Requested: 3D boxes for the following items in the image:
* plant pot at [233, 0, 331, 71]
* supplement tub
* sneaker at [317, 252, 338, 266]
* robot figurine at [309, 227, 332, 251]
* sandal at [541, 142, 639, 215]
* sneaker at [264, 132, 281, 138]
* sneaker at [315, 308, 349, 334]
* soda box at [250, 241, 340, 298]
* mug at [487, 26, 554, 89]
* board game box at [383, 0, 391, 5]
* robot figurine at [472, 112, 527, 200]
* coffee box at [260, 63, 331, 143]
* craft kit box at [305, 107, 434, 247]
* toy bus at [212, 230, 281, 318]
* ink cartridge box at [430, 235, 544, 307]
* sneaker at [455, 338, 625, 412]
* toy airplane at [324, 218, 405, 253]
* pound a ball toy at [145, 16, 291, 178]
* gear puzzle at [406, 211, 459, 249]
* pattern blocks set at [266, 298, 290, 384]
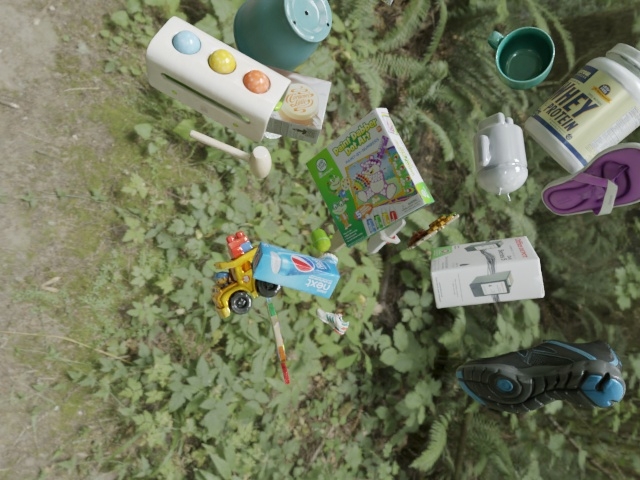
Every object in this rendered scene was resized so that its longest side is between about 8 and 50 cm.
[{"bbox_3d":[-0.106,-0.704,1.498,0.271,0.255,0.272,0,90,-38],"label":"plant pot"},{"bbox_3d":[0.813,-0.385,1.361,0.235,0.325,0.235,36,25,-19],"label":"supplement tub"},{"bbox_3d":[-0.023,0.097,1.350,0.063,0.162,0.073,42,33,-34],"label":"sneaker"},{"bbox_3d":[0.000,0.000,1.854,0.115,0.101,0.067,62,0,45],"label":"robot figurine"},{"bbox_3d":[0.771,-0.134,1.288,0.102,0.169,0.416,-42,175,-13],"label":"sandal"},{"bbox_3d":[-0.171,-0.406,1.703,0.134,0.070,0.051,-27,108,-35],"label":"sneaker"},{"bbox_3d":[0.055,0.336,1.995,0.075,0.161,0.057,-57,161,13],"label":"sneaker"},{"bbox_3d":[-0.063,0.075,1.138,0.209,0.067,0.071,17,112,-22],"label":"soda box"},{"bbox_3d":[0.495,-0.451,1.122,0.097,0.129,0.158,-2,76,-66],"label":"mug"},{"bbox_3d":[0.164,-0.524,0.835,0.154,0.026,0.103,-58,-177,9],"label":"board game box"},{"bbox_3d":[0.751,-0.346,1.915,0.299,0.199,0.354,7,75,-35],"label":"robot figurine"},{"bbox_3d":[-0.110,-0.363,1.201,0.098,0.246,0.141,129,-26,-77],"label":"coffee box"},{"bbox_3d":[0.110,-0.143,1.101,0.060,0.249,0.247,-15,77,-50],"label":"craft kit box"},{"bbox_3d":[-0.234,0.090,1.316,0.220,0.149,0.212,-31,100,-21],"label":"toy bus"},{"bbox_3d":[0.453,0.085,1.272,0.198,0.272,0.115,-53,132,-67],"label":"ink cartridge box"},{"bbox_3d":[0.480,0.297,1.025,0.140,0.340,0.125,-46,119,-51],"label":"sneaker"},{"bbox_3d":[0.197,-0.133,1.881,0.272,0.385,0.385,-19,110,-67],"label":"toy airplane"},{"bbox_3d":[-0.204,-0.300,0.945,0.208,0.319,0.136,-64,-175,-26],"label":"pound a ball toy"},{"bbox_3d":[0.342,-0.038,1.429,0.044,0.175,0.339,55,4,6],"label":"gear puzzle"},{"bbox_3d":[-0.160,0.339,1.681,0.286,0.026,0.325,-115,-164,-49],"label":"pattern blocks set"}]
